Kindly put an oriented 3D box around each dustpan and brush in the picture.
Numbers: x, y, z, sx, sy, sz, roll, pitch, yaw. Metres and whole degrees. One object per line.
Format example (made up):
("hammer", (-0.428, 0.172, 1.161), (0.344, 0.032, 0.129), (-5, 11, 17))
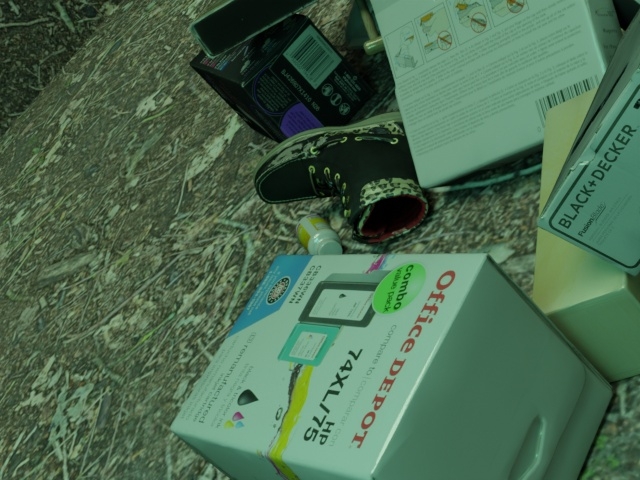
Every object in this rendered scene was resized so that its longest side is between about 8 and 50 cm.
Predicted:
("dustpan and brush", (0.107, -0.412, 1.635), (0.147, 0.060, 0.211), (11, 72, 57))

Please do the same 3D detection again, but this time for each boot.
("boot", (0.023, -0.065, 1.269), (0.236, 0.085, 0.178), (-17, 37, 13))

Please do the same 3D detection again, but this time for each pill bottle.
("pill bottle", (0.000, 0.000, 1.290), (0.043, 0.043, 0.083), (-44, 28, 3))

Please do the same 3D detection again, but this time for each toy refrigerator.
("toy refrigerator", (0.252, -0.014, 0.910), (0.094, 0.102, 0.269), (-24, 35, 35))

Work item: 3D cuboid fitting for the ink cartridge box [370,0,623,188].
("ink cartridge box", (0.189, -0.207, 1.111), (0.060, 0.239, 0.275), (-9, -8, -42))

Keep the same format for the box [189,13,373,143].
("box", (-0.066, -0.251, 1.582), (0.143, 0.165, 0.270), (-47, 28, -5))

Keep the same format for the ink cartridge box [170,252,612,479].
("ink cartridge box", (0.056, 0.143, 0.859), (0.270, 0.197, 0.198), (-2, 50, 52))

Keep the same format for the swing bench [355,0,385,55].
("swing bench", (0.187, -0.313, 1.330), (0.254, 0.165, 0.253), (-36, 29, 15))

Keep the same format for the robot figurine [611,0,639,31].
("robot figurine", (0.384, -0.278, 1.004), (0.173, 0.209, 0.278), (-35, 25, -15))

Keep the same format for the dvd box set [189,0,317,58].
("dvd box set", (0.011, -0.423, 1.492), (0.307, 0.062, 0.420), (-23, 21, 28))

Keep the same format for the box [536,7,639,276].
("box", (0.280, -0.128, 0.816), (0.290, 0.087, 0.169), (-55, -8, -43))
